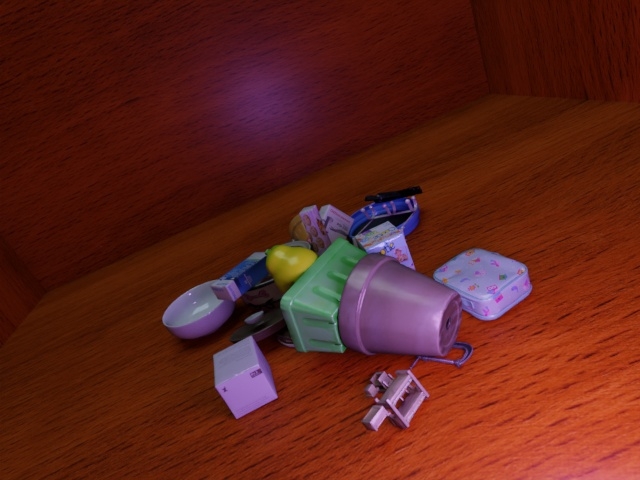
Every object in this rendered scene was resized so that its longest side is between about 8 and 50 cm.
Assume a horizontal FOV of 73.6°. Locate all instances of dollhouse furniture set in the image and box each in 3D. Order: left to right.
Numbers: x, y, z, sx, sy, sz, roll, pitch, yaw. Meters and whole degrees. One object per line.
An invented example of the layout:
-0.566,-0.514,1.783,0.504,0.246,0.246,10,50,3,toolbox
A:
0.171,0.452,1.146,0.182,0.101,0.161,-40,4,-33,dollhouse furniture set

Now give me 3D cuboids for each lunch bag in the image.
0.522,0.141,1.414,0.224,0.107,0.279,-35,24,-13,lunch bag

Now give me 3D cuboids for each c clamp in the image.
0.361,0.340,1.255,0.161,0.022,0.137,-7,24,36,c clamp

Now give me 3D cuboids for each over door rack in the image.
0.294,-0.100,1.938,0.240,0.108,0.324,-10,27,29,over door rack

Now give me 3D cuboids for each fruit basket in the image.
-0.020,0.158,1.440,0.393,0.282,0.392,-10,33,7,fruit basket

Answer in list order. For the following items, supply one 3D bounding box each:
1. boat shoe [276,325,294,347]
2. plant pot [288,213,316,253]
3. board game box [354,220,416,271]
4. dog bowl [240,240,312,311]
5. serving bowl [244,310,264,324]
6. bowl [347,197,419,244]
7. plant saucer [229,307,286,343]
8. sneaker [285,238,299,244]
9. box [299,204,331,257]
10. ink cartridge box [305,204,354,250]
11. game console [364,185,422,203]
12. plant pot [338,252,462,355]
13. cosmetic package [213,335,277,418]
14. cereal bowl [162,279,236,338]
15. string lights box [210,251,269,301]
-0.069,0.333,1.563,0.258,0.095,0.095,-3,31,38,boat shoe
-0.042,-0.018,2.179,0.205,0.205,0.187,-24,39,-1,plant pot
0.250,0.094,1.550,0.145,0.275,0.142,-24,24,-3,board game box
-0.197,0.165,1.935,0.409,0.150,0.408,-23,18,8,dog bowl
-0.260,0.313,1.707,0.084,0.027,0.083,-24,5,2,serving bowl
0.305,-0.090,2.134,0.392,0.077,0.391,-19,24,9,bowl
-0.223,0.336,1.676,0.278,0.041,0.278,-25,4,2,plant saucer
-0.156,0.033,2.167,0.065,0.192,0.086,10,49,-16,sneaker
0.000,0.000,1.914,0.067,0.323,0.063,-11,24,26,box
0.045,-0.040,2.049,0.092,0.159,0.217,-12,52,61,ink cartridge box
0.323,-0.208,2.039,0.213,0.043,0.362,-12,1,37,game console
0.255,0.214,1.283,0.281,0.322,0.323,10,39,36,plant pot
-0.252,0.448,1.418,0.152,0.151,0.183,-26,23,-5,cosmetic package
-0.527,0.328,1.935,0.339,0.141,0.339,-20,24,9,cereal bowl
-0.314,0.145,1.782,0.134,0.076,0.260,-3,29,48,string lights box
